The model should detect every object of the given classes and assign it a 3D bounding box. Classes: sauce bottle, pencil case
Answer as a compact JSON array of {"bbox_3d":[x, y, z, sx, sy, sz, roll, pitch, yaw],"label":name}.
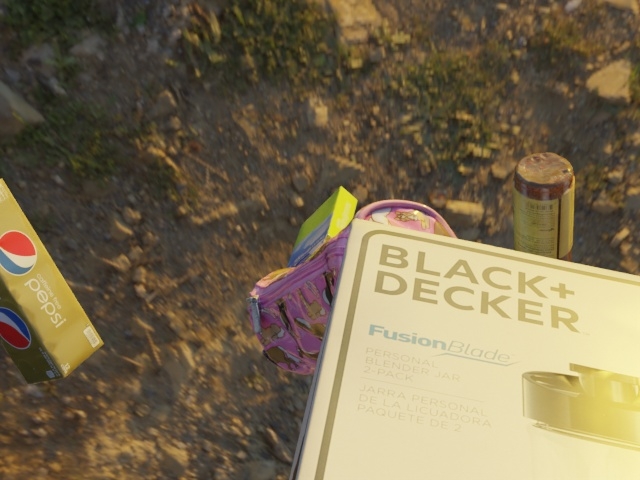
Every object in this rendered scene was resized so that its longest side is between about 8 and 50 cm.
[{"bbox_3d":[0.153,0.000,0.773,0.042,0.128,0.042,-4,41,3],"label":"sauce bottle"},{"bbox_3d":[0.036,0.067,1.419,0.167,0.386,0.160,-30,88,-27],"label":"pencil case"}]

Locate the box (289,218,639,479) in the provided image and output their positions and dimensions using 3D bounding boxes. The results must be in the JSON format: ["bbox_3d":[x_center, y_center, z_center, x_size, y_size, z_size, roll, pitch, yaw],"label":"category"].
[{"bbox_3d":[0.062,0.124,0.304,0.169,0.087,0.290,12,37,3],"label":"box"}]

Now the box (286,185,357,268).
[{"bbox_3d":[0.000,0.000,1.728,0.042,0.178,0.109,39,119,-13],"label":"box"}]

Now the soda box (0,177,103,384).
[{"bbox_3d":[-0.276,0.039,1.010,0.058,0.061,0.181,-43,111,-45],"label":"soda box"}]
